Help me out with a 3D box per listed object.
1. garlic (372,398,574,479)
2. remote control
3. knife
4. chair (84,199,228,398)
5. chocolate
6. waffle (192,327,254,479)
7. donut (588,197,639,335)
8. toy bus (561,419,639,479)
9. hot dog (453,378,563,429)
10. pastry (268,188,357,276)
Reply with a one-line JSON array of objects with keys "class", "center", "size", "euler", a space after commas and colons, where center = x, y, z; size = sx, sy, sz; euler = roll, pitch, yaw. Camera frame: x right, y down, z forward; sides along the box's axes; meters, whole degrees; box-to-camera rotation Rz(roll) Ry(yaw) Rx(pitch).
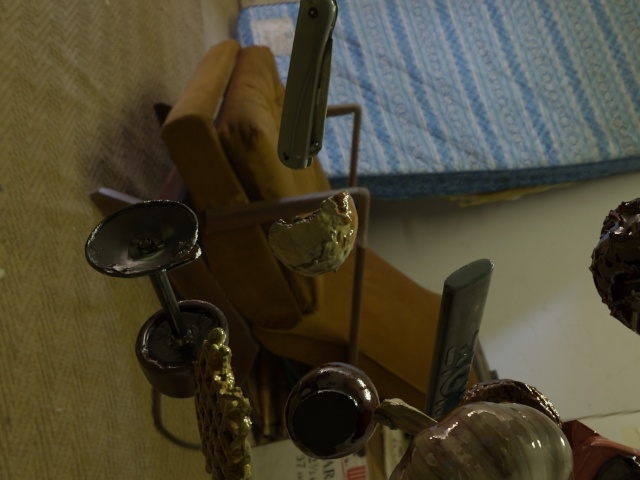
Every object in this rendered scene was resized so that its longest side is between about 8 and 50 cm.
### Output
[{"class": "garlic", "center": [0.159, 0.281, 0.734], "size": [0.253, 0.245, 0.245], "euler": [38, -15, 46]}, {"class": "remote control", "center": [0.249, 0.196, 1.101], "size": [0.044, 0.107, 0.378], "euler": [47, -30, 41]}, {"class": "knife", "center": [-0.017, -0.229, 0.884], "size": [0.040, 0.073, 0.266], "euler": [-31, 138, -50]}, {"class": "chair", "center": [-0.327, 0.136, 1.282], "size": [0.227, 0.226, 0.401], "euler": [-90, 174, -49]}, {"class": "chocolate", "center": [0.023, 0.288, 1.023], "size": [0.176, 0.176, 0.177], "euler": [-18, 90, -75]}, {"class": "waffle", "center": [-0.192, 0.333, 1.146], "size": [0.282, 0.058, 0.301], "euler": [-57, -136, 50]}, {"class": "donut", "center": [0.407, 0.054, 0.673], "size": [0.230, 0.096, 0.216], "euler": [45, -18, -10]}, {"class": "toy bus", "center": [0.359, 0.477, 0.834], "size": [0.233, 0.427, 0.203], "euler": [33, -9, 20]}, {"class": "hot dog", "center": [0.431, 0.516, 1.360], "size": [0.174, 0.266, 0.388], "euler": [-45, 125, -82]}, {"class": "pastry", "center": [0.005, -0.002, 1.482], "size": [0.170, 0.236, 0.256], "euler": [54, -8, 8]}]
